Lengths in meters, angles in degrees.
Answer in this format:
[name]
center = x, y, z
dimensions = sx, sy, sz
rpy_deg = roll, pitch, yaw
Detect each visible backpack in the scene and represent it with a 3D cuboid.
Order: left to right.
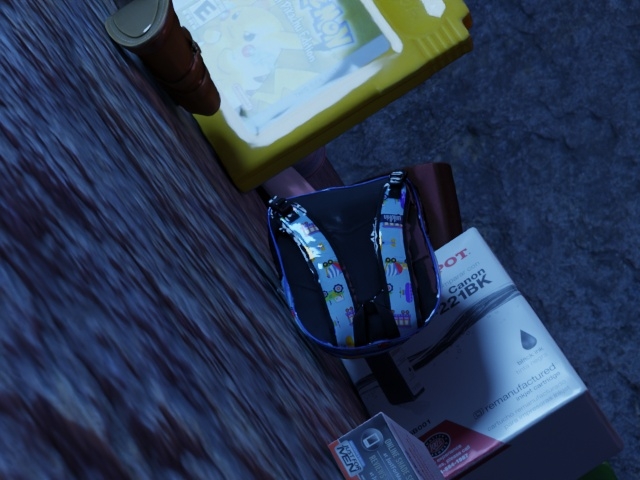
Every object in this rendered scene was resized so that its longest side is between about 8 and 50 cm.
[backpack]
center = 0.038, 0.038, 1.469
dimensions = 0.117, 0.158, 0.173
rpy_deg = 85, -9, -60

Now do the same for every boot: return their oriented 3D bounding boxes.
[boot]
center = -0.150, -0.186, 1.560
dimensions = 0.152, 0.073, 0.197
rpy_deg = 59, 5, -26

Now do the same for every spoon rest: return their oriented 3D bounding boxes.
[spoon rest]
center = 0.000, 0.000, 1.920
dimensions = 0.276, 0.084, 0.137
rpy_deg = 44, -1, 16

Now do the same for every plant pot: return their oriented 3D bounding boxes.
[plant pot]
center = 0.110, 0.040, 2.057
dimensions = 0.215, 0.215, 0.230
rpy_deg = 35, 35, -78

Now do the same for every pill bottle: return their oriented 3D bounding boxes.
[pill bottle]
center = -0.052, -0.144, 2.210
dimensions = 0.087, 0.087, 0.160
rpy_deg = 58, 5, 20

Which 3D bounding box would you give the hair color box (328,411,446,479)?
[hair color box]
center = 0.067, 0.199, 1.222
dimensions = 0.093, 0.053, 0.167
rpy_deg = 59, 4, 21

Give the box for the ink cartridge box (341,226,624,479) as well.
[ink cartridge box]
center = 0.148, 0.144, 1.559
dimensions = 0.114, 0.197, 0.273
rpy_deg = 53, 5, -40

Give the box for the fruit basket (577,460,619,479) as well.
[fruit basket]
center = 0.243, 0.342, 1.697
dimensions = 0.353, 0.165, 0.327
rpy_deg = 20, -39, 61

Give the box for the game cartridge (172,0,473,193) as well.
[game cartridge]
center = -0.023, -0.250, 1.741
dimensions = 0.285, 0.324, 0.052
rpy_deg = 58, 2, 23
